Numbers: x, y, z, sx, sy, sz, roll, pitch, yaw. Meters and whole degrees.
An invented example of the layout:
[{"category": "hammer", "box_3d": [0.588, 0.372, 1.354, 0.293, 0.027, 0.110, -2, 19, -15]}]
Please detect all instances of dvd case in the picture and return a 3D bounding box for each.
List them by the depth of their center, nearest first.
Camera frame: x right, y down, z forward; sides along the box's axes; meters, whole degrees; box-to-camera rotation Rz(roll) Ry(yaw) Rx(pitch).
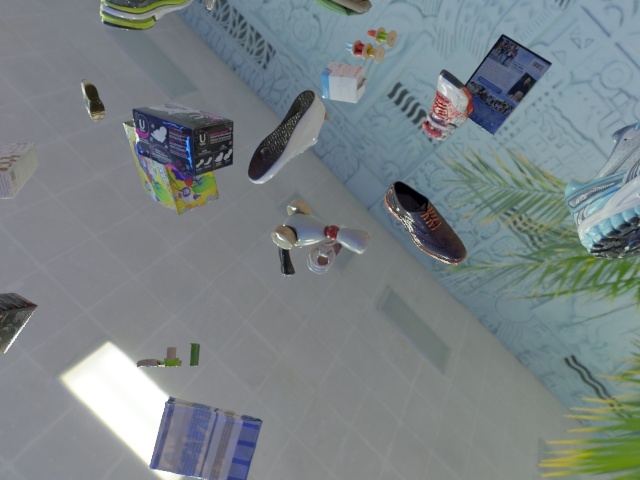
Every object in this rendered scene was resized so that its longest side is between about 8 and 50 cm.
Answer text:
[{"category": "dvd case", "box_3d": [0.560, -0.488, 1.304, 0.180, 0.253, 0.022, 45, -152, 20]}]

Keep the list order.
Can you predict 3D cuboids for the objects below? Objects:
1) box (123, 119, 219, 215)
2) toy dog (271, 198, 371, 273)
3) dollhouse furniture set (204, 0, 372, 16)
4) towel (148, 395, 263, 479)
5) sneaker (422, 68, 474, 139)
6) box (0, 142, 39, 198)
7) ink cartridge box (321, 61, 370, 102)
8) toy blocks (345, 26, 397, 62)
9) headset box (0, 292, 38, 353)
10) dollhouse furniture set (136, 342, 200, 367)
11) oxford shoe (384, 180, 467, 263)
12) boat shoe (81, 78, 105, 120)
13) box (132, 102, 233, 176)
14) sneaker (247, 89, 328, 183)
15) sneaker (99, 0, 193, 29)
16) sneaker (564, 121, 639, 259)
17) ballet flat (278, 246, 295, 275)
[{"category": "box", "box_3d": [-0.540, -0.289, 1.512, 0.177, 0.290, 0.279, -30, -141, -34]}, {"category": "toy dog", "box_3d": [0.000, 0.000, 1.331, 0.220, 0.161, 0.333, -40, -129, -15]}, {"category": "dollhouse furniture set", "box_3d": [-0.081, -0.492, 0.789, 0.301, 0.151, 0.198, -4, -116, -41]}, {"category": "towel", "box_3d": [-0.325, 0.575, 1.173, 0.285, 0.034, 0.209, 16, -91, -6]}, {"category": "sneaker", "box_3d": [0.358, -0.377, 1.202, 0.090, 0.145, 0.270, 52, -161, 21]}, {"category": "box", "box_3d": [-0.753, -0.177, 1.007, 0.063, 0.067, 0.324, -6, -154, -23]}, {"category": "ink cartridge box", "box_3d": [0.086, -0.527, 1.383, 0.143, 0.090, 0.092, 15, -128, 17]}, {"category": "toy blocks", "box_3d": [0.165, -0.671, 1.398, 0.148, 0.123, 0.054, 34, 174, 33]}, {"category": "headset box", "box_3d": [-0.340, 0.089, 0.429, 0.032, 0.083, 0.062, 32, -100, -6]}, {"category": "dollhouse furniture set", "box_3d": [-0.402, 0.305, 1.097, 0.151, 0.076, 0.059, -2, -107, 2]}, {"category": "oxford shoe", "box_3d": [0.271, -0.046, 1.067, 0.271, 0.098, 0.097, 44, -97, 11]}, {"category": "boat shoe", "box_3d": [-0.817, -0.499, 1.479, 0.056, 0.153, 0.048, -33, -115, -27]}, {"category": "box", "box_3d": [-0.397, -0.304, 1.210, 0.247, 0.142, 0.163, 24, -146, 25]}, {"category": "sneaker", "box_3d": [-0.076, -0.258, 1.136, 0.106, 0.290, 0.123, 42, -176, 36]}, {"category": "sneaker", "box_3d": [-0.330, -0.529, 0.823, 0.111, 0.121, 0.300, 19, -131, -5]}, {"category": "sneaker", "box_3d": [0.391, -0.105, 0.448, 0.110, 0.283, 0.122, 13, -134, -29]}, {"category": "ballet flat", "box_3d": [-0.129, 0.050, 1.565, 0.049, 0.057, 0.173, 1, -104, -29]}]
